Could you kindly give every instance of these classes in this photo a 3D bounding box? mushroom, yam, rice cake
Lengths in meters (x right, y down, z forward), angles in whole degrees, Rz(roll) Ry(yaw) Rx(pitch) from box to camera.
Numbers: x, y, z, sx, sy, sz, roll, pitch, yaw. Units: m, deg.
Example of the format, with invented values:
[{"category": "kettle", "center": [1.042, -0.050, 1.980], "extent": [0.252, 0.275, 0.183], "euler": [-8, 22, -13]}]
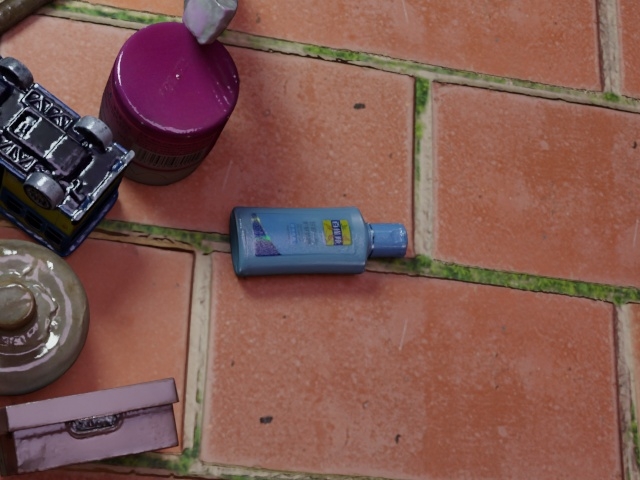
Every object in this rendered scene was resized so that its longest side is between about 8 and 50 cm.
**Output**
[{"category": "mushroom", "center": [-0.395, 0.092, 1.757], "extent": [0.207, 0.215, 0.207], "euler": [3, 76, -12]}, {"category": "yam", "center": [-0.472, -0.317, 1.982], "extent": [0.327, 0.045, 0.045], "euler": [-37, 53, -27]}, {"category": "rice cake", "center": [-0.160, -0.361, 1.960], "extent": [0.064, 0.399, 0.070], "euler": [30, 107, -16]}]

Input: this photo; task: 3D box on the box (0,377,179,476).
[{"category": "box", "center": [-0.297, 0.236, 1.735], "extent": [0.215, 0.215, 0.086], "euler": [-8, 84, -21]}]

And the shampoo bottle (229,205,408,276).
[{"category": "shampoo bottle", "center": [0.000, 0.000, 2.002], "extent": [0.258, 0.061, 0.104], "euler": [-1, 72, -18]}]

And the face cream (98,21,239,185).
[{"category": "face cream", "center": [-0.217, -0.186, 1.928], "extent": [0.175, 0.195, 0.175], "euler": [7, 68, -17]}]

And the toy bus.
[{"category": "toy bus", "center": [-0.407, -0.129, 1.856], "extent": [0.287, 0.175, 0.138], "euler": [37, 64, -1]}]
